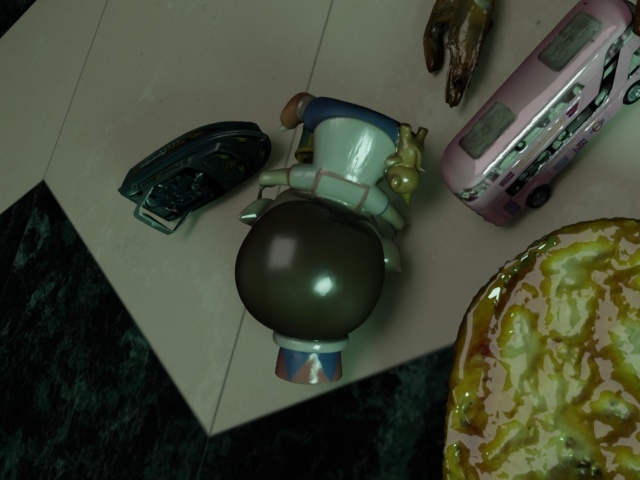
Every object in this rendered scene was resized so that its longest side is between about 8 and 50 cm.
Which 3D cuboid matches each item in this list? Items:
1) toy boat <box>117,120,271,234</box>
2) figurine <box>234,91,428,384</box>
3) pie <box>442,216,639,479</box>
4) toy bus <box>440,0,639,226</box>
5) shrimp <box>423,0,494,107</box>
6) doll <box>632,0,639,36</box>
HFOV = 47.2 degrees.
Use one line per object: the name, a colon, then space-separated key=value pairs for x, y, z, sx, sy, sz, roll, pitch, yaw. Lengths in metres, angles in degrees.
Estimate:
toy boat: x=-0.154 y=-0.086 z=0.928 sx=0.246 sy=0.093 sz=0.103 roll=-22 pitch=49 yaw=35
figurine: x=0.001 y=-0.001 z=0.706 sx=0.158 sy=0.161 sz=0.275 roll=123 pitch=168 yaw=-80
pie: x=0.221 y=0.127 z=0.469 sx=0.315 sy=0.092 sz=0.314 roll=-16 pitch=62 yaw=33
toy bus: x=0.189 y=-0.105 z=0.605 sx=0.203 sy=0.090 sz=0.063 roll=-48 pitch=44 yaw=15
shrimp: x=0.130 y=-0.206 z=0.744 sx=0.095 sy=0.045 sz=0.162 roll=1 pitch=73 yaw=45
doll: x=0.312 y=-0.177 z=0.503 sx=0.186 sy=0.134 sz=0.106 roll=-43 pitch=42 yaw=12
